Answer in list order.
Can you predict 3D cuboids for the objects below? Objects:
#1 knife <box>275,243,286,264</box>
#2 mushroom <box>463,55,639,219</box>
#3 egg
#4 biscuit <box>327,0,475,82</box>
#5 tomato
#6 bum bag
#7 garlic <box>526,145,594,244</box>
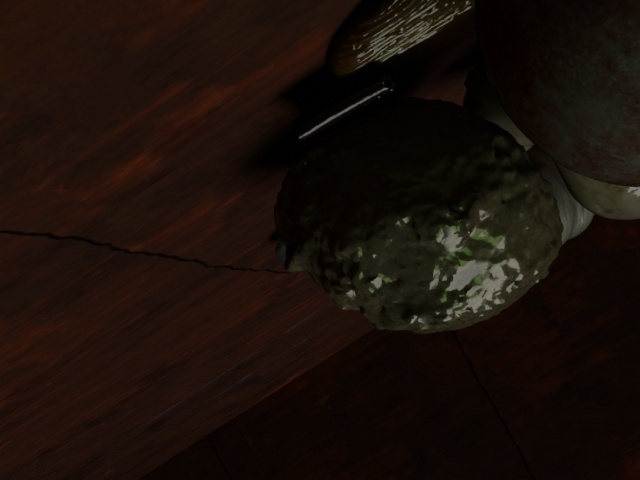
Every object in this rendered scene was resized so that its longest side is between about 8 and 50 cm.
[{"bbox_3d":[0.001,-0.001,1.791,0.080,0.044,0.331,-41,173,11],"label":"knife"},{"bbox_3d":[0.299,-0.164,1.320,0.290,0.297,0.297,-7,-175,35],"label":"mushroom"},{"bbox_3d":[0.109,-0.024,1.290,0.310,0.279,0.279,-1,174,11],"label":"egg"},{"bbox_3d":[0.102,-0.220,1.096,0.176,0.031,0.228,-17,162,-49],"label":"biscuit"},{"bbox_3d":[0.282,-0.198,0.971,0.317,0.282,0.316,-41,154,-24],"label":"tomato"},{"bbox_3d":[0.028,-0.142,1.193,0.109,0.026,0.159,-29,-175,10],"label":"bum bag"},{"bbox_3d":[0.280,-0.115,1.688,0.245,0.245,0.253,-25,132,-32],"label":"garlic"}]
